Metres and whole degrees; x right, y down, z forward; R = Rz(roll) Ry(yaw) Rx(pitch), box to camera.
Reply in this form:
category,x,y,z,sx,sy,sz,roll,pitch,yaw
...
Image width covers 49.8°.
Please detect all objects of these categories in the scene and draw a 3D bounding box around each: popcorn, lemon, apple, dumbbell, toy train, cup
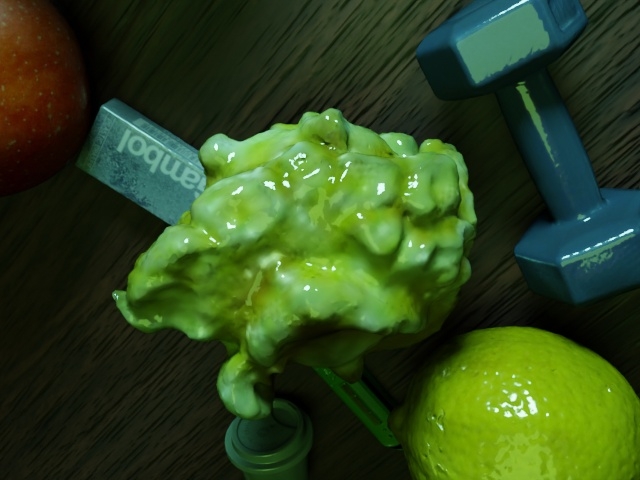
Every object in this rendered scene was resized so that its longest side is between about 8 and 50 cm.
category,x,y,z,sx,sy,sz,roll,pitch,yaw
popcorn,-0.009,0.003,0.708,0.336,0.279,0.274,-12,112,11
lemon,0.222,0.217,0.773,0.268,0.267,0.267,4,113,10
apple,-0.393,-0.169,0.754,0.261,0.216,0.260,5,111,13
dumbbell,0.230,-0.095,0.696,0.160,0.144,0.324,-25,104,16
toy train,0.063,0.214,0.913,0.044,0.042,0.209,-37,101,23
cup,-0.062,0.299,0.945,0.120,0.120,0.141,-1,126,12

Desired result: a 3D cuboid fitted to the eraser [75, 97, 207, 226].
category,x,y,z,sx,sy,sz,roll,pitch,yaw
eraser,-0.186,-0.077,0.840,0.213,0.046,0.091,32,115,-3
